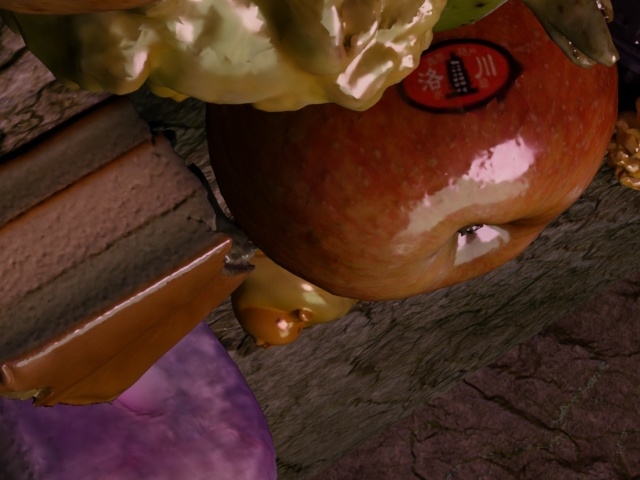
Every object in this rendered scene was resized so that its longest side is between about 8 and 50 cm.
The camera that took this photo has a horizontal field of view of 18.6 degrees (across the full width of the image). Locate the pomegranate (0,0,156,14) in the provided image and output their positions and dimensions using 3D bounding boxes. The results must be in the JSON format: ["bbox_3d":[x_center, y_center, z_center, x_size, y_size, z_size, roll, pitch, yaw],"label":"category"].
[{"bbox_3d":[-0.091,-0.218,0.817,0.260,0.260,0.260,-33,164,-11],"label":"pomegranate"}]

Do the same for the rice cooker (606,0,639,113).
[{"bbox_3d":[0.287,-0.225,1.599,0.267,0.267,0.224,-32,164,-16],"label":"rice cooker"}]

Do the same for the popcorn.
[{"bbox_3d":[-0.042,-0.180,1.067,0.242,0.234,0.250,-12,160,32],"label":"popcorn"}]

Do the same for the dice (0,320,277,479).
[{"bbox_3d":[-0.224,0.201,1.679,0.270,0.270,0.271,-16,154,-50],"label":"dice"}]

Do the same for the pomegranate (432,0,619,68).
[{"bbox_3d":[0.097,-0.215,1.241,0.211,0.263,0.211,-52,-169,14],"label":"pomegranate"}]

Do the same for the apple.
[{"bbox_3d":[0.071,-0.080,1.454,0.309,0.250,0.277,-8,147,8],"label":"apple"}]

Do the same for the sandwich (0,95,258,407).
[{"bbox_3d":[-0.176,0.004,1.444,0.198,0.155,0.227,-43,163,15],"label":"sandwich"}]

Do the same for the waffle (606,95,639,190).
[{"bbox_3d":[0.314,-0.089,1.519,0.194,0.051,0.149,-16,166,-4],"label":"waffle"}]

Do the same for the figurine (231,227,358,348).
[{"bbox_3d":[0.000,0.000,1.859,0.246,0.131,0.156,-42,129,21],"label":"figurine"}]
